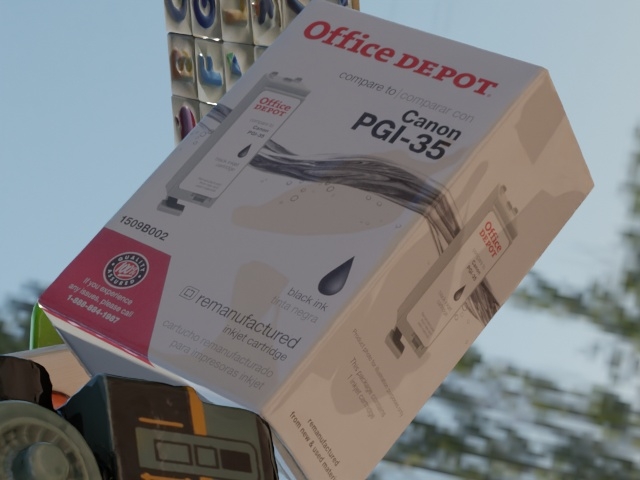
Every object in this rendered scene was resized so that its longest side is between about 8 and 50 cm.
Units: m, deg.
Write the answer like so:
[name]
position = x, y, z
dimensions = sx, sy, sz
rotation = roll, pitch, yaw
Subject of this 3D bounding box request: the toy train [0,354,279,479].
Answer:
[toy train]
position = -0.093, 0.208, 0.885
dimensions = 0.142, 0.190, 0.334
rotation = -42, 48, 41

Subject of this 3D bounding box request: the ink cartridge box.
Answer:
[ink cartridge box]
position = 0.000, 0.000, 1.230
dimensions = 0.283, 0.207, 0.117
rotation = -50, -42, -21

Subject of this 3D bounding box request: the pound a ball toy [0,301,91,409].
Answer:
[pound a ball toy]
position = -0.177, 0.152, 1.447
dimensions = 0.136, 0.208, 0.319
rotation = -132, 40, -52

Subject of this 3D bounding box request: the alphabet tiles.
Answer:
[alphabet tiles]
position = -0.051, -0.133, 1.651
dimensions = 0.011, 0.342, 0.285
rotation = -10, -76, -27
